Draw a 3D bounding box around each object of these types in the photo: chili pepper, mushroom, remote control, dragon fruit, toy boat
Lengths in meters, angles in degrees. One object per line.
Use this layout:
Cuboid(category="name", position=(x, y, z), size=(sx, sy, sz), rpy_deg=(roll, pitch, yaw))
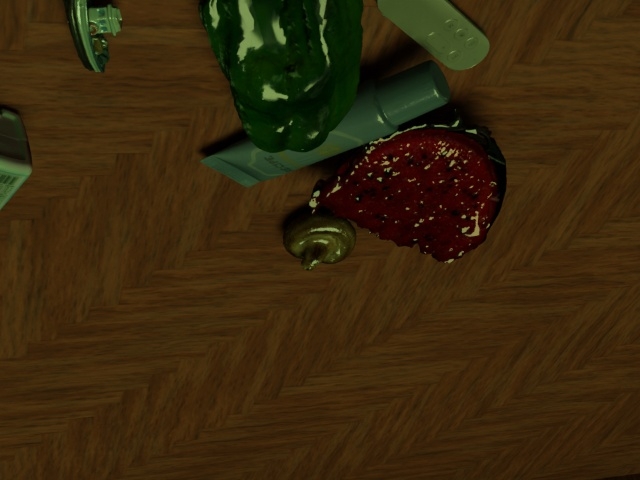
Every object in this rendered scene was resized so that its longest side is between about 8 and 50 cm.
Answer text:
Cuboid(category="chili pepper", position=(-0.041, -0.265, 1.425), size=(0.213, 0.167, 0.385), rpy_deg=(-16, 144, -7))
Cuboid(category="mushroom", position=(-0.002, -0.004, 1.874), size=(0.126, 0.085, 0.109), rpy_deg=(19, 103, -22))
Cuboid(category="remote control", position=(0.164, -0.317, 1.572), size=(0.077, 0.022, 0.245), rpy_deg=(-37, 142, 22))
Cuboid(category="dragon fruit", position=(0.178, -0.108, 1.788), size=(0.344, 0.100, 0.282), rpy_deg=(25, 128, -35))
Cuboid(category="toy boat", position=(-0.287, -0.275, 1.391), size=(0.066, 0.059, 0.140), rpy_deg=(-5, 143, 2))

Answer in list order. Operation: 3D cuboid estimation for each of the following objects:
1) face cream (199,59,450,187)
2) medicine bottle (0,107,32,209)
Cuboid(category="face cream", position=(0.010, -0.168, 1.639), size=(0.385, 0.086, 0.136), rpy_deg=(-21, 156, 24))
Cuboid(category="medicine bottle", position=(-0.489, -0.091, 1.501), size=(0.094, 0.119, 0.188), rpy_deg=(16, 132, -44))
